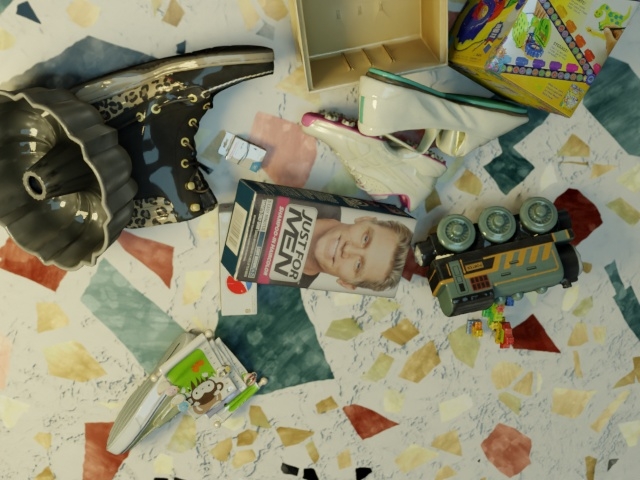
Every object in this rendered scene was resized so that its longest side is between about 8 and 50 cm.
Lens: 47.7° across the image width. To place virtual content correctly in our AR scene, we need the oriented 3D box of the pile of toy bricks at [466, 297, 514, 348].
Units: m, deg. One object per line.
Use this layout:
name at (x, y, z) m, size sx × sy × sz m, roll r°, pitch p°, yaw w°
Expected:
pile of toy bricks at (0.366, 0.136, 1.543) m, size 0.118 × 0.105 × 0.212 m, roll -1°, pitch 108°, yaw -9°

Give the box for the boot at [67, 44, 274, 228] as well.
boot at (-0.242, -0.190, 1.321) m, size 0.377 × 0.138 × 0.284 m, roll -14°, pitch 108°, yaw -1°

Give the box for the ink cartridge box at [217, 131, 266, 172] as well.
ink cartridge box at (-0.152, -0.171, 1.400) m, size 0.083 × 0.028 × 0.048 m, roll 23°, pitch 102°, yaw -15°

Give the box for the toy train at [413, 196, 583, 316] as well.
toy train at (0.361, 0.034, 1.460) m, size 0.333 × 0.142 × 0.190 m, roll -12°, pitch 72°, yaw -7°

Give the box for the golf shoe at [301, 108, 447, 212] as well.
golf shoe at (0.093, -0.152, 1.405) m, size 0.306 × 0.115 × 0.140 m, roll 21°, pitch 107°, yaw -14°

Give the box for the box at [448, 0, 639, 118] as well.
box at (0.384, -0.396, 1.278) m, size 0.177 × 0.290 × 0.279 m, roll 27°, pitch 101°, yaw -16°

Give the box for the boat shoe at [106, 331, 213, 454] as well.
boat shoe at (-0.325, 0.330, 1.494) m, size 0.094 × 0.109 × 0.302 m, roll 36°, pitch 97°, yaw -22°

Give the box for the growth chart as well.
growth chart at (-0.227, 0.289, 1.481) m, size 0.172 × 0.021 × 0.237 m, roll -46°, pitch 130°, yaw -12°

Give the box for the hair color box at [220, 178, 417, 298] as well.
hair color box at (0.000, 0.000, 1.398) m, size 0.347 × 0.105 × 0.174 m, roll 8°, pitch 105°, yaw -26°

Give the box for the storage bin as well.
storage bin at (0.079, -0.422, 1.265) m, size 0.262 × 0.123 × 0.260 m, roll -12°, pitch 132°, yaw -4°

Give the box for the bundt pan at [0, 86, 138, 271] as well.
bundt pan at (-0.451, -0.117, 1.259) m, size 0.330 × 0.124 × 0.331 m, roll 15°, pitch 123°, yaw 25°

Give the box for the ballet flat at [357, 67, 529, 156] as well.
ballet flat at (0.222, -0.222, 1.348) m, size 0.400 × 0.139 × 0.139 m, roll 3°, pitch 109°, yaw -36°

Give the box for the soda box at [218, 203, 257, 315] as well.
soda box at (-0.165, 0.038, 1.445) m, size 0.073 × 0.069 × 0.216 m, roll -2°, pitch 107°, yaw -9°
